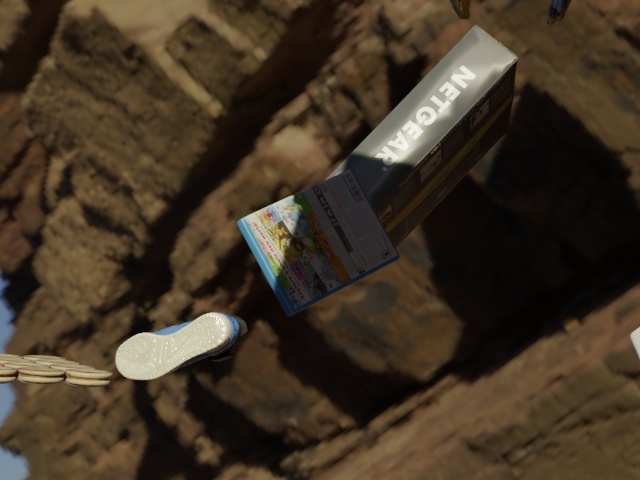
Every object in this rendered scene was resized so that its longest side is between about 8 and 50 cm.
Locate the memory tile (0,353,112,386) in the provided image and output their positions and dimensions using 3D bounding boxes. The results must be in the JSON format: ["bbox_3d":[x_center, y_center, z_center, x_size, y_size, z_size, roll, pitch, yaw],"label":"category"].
[{"bbox_3d":[-0.238,0.101,1.079,0.113,0.012,0.148,5,-1,-29],"label":"memory tile"}]

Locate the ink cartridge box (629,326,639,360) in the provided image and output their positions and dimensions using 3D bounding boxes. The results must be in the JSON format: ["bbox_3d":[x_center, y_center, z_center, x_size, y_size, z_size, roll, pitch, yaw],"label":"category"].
[{"bbox_3d":[0.529,0.237,1.431,0.279,0.385,0.160,13,-43,-35],"label":"ink cartridge box"}]

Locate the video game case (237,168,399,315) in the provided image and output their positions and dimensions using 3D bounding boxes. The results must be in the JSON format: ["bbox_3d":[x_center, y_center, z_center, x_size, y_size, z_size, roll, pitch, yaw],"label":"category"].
[{"bbox_3d":[0.000,0.000,1.537,0.166,0.119,0.015,-26,-4,-35],"label":"video game case"}]

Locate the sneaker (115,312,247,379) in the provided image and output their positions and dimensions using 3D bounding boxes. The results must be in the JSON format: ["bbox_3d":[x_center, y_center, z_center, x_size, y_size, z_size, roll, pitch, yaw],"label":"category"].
[{"bbox_3d":[-0.155,0.122,1.576,0.152,0.058,0.084,-24,-13,20],"label":"sneaker"}]

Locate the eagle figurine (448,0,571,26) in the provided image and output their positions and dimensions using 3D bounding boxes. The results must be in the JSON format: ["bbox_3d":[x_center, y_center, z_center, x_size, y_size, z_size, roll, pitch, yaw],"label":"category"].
[{"bbox_3d":[0.102,-0.284,1.167,0.225,0.298,0.226,-86,10,-58],"label":"eagle figurine"}]

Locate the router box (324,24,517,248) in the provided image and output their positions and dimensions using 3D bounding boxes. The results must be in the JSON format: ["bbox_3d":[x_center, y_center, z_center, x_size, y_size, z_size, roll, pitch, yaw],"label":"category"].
[{"bbox_3d":[0.139,-0.118,1.892,0.309,0.081,0.243,-46,-16,-11],"label":"router box"}]
